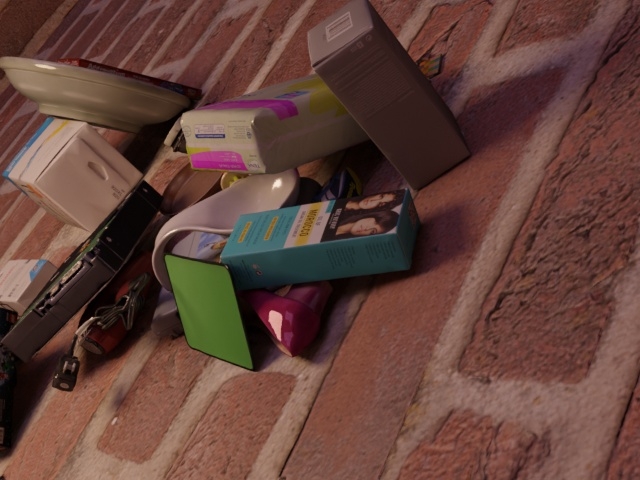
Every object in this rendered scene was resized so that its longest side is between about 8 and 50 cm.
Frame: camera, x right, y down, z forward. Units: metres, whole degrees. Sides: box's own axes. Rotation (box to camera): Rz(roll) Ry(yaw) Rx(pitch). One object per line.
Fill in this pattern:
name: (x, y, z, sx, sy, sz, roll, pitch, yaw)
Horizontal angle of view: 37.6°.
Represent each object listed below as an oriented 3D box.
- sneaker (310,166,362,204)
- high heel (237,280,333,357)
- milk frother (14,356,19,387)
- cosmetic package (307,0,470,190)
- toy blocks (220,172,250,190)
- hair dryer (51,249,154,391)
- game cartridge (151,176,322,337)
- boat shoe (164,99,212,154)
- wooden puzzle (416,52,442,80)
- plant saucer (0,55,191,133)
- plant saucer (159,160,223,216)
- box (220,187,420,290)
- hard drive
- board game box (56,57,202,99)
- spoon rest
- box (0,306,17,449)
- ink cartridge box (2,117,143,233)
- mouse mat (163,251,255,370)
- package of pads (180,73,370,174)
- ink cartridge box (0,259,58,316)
sneaker: (0.015, -0.043, 1.341, 0.059, 0.053, 0.144, -20, 29, 33)
high heel: (-0.098, 0.109, 1.258, 0.244, 0.082, 0.117, -2, 44, 35)
milk frother: (-0.611, 0.215, 1.678, 0.135, 0.129, 0.143, -30, 26, 15)
cosmetic package: (0.092, -0.197, 1.260, 0.107, 0.238, 0.127, -31, 29, 15)
toy blocks: (-0.121, -0.130, 1.607, 0.123, 0.054, 0.148, -40, 30, 5)
hair dryer: (-0.303, 0.105, 1.471, 0.223, 0.080, 0.293, -42, 19, 18)
game cartridge: (-0.125, 0.020, 1.427, 0.297, 0.062, 0.198, -27, 38, 26)
boat shoe: (-0.233, -0.211, 1.814, 0.081, 0.069, 0.227, -57, 3, 23)
wooden puzzle: (0.169, -0.271, 1.488, 0.049, 0.006, 0.083, -21, 36, 33)
plant saucer: (-0.480, -0.295, 1.986, 0.400, 0.401, 0.100, 14, 93, 55)
plant saucer: (-0.225, -0.102, 1.721, 0.168, 0.029, 0.168, -30, 33, 22)
box: (0.000, 0.000, 1.218, 0.244, 0.060, 0.100, -8, 34, 21)
hard drive: (-0.393, 0.043, 1.598, 0.237, 0.064, 0.339, -43, 13, 18)
board game box: (-0.413, -0.347, 2.029, 0.145, 0.281, 0.027, 12, 92, 55)
spoon rest: (-0.145, -0.027, 1.375, 0.276, 0.084, 0.137, -32, 32, 20)
box: (-0.587, 0.241, 1.578, 0.159, 0.044, 0.233, -14, 67, 26)
ink cartridge box: (-0.526, -0.140, 1.982, 0.168, 0.171, 0.233, -54, 32, -15)
mouse mat: (-0.154, 0.095, 1.286, 0.007, 0.152, 0.190, -22, 18, -32)
package of pads: (-0.037, -0.182, 1.418, 0.297, 0.101, 0.229, -23, 18, -32)
ink cartridge box: (-0.593, 0.095, 1.876, 0.180, 0.060, 0.104, -1, 51, 49)
